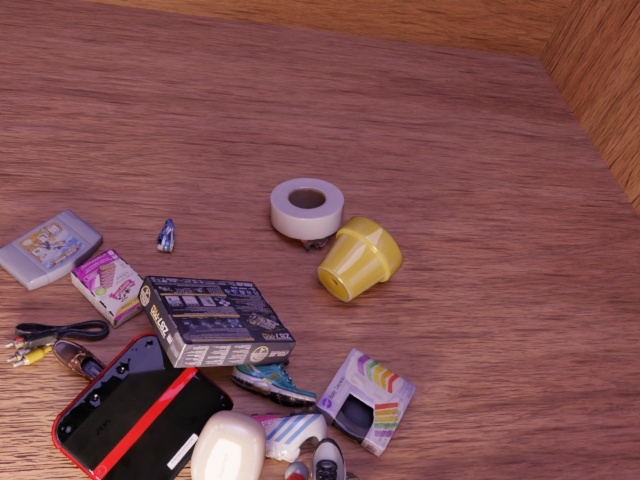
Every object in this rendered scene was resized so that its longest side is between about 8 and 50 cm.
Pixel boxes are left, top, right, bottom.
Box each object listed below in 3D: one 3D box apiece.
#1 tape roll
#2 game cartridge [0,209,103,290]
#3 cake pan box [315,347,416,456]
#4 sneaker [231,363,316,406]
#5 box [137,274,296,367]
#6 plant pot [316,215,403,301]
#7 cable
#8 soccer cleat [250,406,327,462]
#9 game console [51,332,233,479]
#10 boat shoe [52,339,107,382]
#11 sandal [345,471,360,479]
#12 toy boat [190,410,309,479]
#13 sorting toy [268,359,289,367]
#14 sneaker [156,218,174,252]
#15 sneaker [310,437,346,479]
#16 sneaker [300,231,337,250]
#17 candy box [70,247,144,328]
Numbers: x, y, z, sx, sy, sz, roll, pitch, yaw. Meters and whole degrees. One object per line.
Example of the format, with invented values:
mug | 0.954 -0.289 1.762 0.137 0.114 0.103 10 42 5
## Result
tape roll | -0.053 -0.126 2.230 0.286 0.100 0.286 1 38 -1
game cartridge | -0.890 0.029 1.931 0.198 0.062 0.297 32 49 17
cake pan box | 0.138 0.503 1.816 0.246 0.070 0.267 31 49 13
sneaker | -0.134 0.425 1.765 0.275 0.107 0.110 23 59 3
box | -0.309 0.237 1.752 0.395 0.097 0.318 8 27 -43
plant pot | 0.123 0.080 2.067 0.254 0.254 0.239 39 65 18
cable | -0.795 0.291 1.751 0.287 0.072 0.139 -10 39 -39
soccer cleat | -0.136 0.567 1.650 0.331 0.116 0.143 -5 62 -16
game console | -0.479 0.479 1.574 0.342 0.060 0.386 43 64 -4
boat shoe | -0.681 0.351 1.674 0.207 0.073 0.073 34 58 -2
sandal | 0.027 0.705 1.626 0.180 0.049 0.072 -21 61 -13
toy boat | -0.184 0.603 1.552 0.318 0.267 0.148 21 6 0
sorting toy | -0.130 0.387 1.859 0.061 0.042 0.102 5 60 8
sneaker | -0.553 -0.021 2.070 0.059 0.053 0.144 1 49 -13
sneaker | 0.019 0.666 1.557 0.100 0.108 0.271 5 55 -1
sneaker | 0.000 0.000 2.222 0.158 0.061 0.065 -19 83 -26
candy box | -0.670 0.150 1.877 0.233 0.071 0.159 40 51 17
